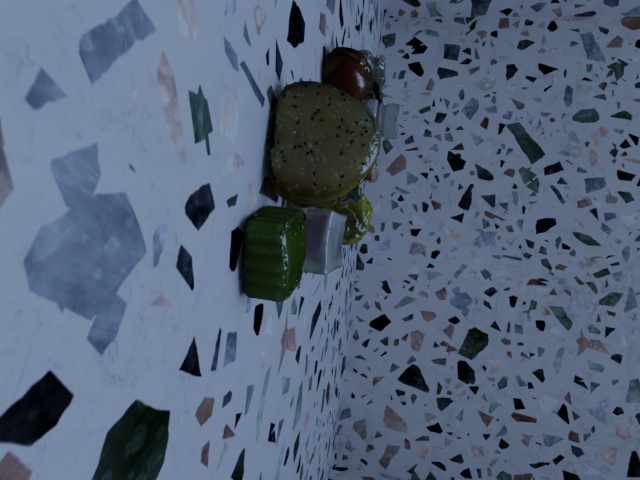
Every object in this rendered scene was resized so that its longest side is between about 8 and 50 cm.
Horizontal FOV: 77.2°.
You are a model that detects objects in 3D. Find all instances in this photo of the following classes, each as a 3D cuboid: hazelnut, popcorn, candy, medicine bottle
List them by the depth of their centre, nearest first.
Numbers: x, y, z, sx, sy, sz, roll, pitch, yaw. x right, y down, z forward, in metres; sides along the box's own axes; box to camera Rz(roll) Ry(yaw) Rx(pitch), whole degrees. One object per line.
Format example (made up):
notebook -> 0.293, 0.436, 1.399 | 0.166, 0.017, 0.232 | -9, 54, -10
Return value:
candy -> -0.002, -0.003, 1.395 | 0.359, 0.145, 0.208 | -6, 103, -78
hazelnut -> 0.110, -0.637, 1.530 | 0.181, 0.181, 0.212 | 79, 21, -60
medicine bottle -> 0.169, -0.487, 1.624 | 0.170, 0.293, 0.170 | 7, 90, -79
popcorn -> 0.094, -0.093, 1.634 | 0.266, 0.233, 0.192 | -46, -168, -7

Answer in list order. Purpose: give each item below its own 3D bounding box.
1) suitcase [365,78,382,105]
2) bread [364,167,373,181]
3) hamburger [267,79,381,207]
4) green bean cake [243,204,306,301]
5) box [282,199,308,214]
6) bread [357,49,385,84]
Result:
suitcase -> 0.218, -0.625, 2.082 | 0.339, 0.194, 0.351 | 53, 40, -84
bread -> 0.146, -0.378, 1.848 | 0.340, 0.179, 0.194 | -107, -154, -80
hamburger -> 0.014, -0.242, 1.050 | 0.195, 0.277, 0.318 | 78, 14, -82
green bean cake -> -0.104, 0.028, 0.961 | 0.214, 0.113, 0.200 | -57, 150, -68
box -> -0.068, -0.137, 1.193 | 0.089, 0.062, 0.122 | 54, 43, -74
bread -> 0.267, -0.922, 2.210 | 0.337, 0.183, 0.102 | 52, 37, -75
